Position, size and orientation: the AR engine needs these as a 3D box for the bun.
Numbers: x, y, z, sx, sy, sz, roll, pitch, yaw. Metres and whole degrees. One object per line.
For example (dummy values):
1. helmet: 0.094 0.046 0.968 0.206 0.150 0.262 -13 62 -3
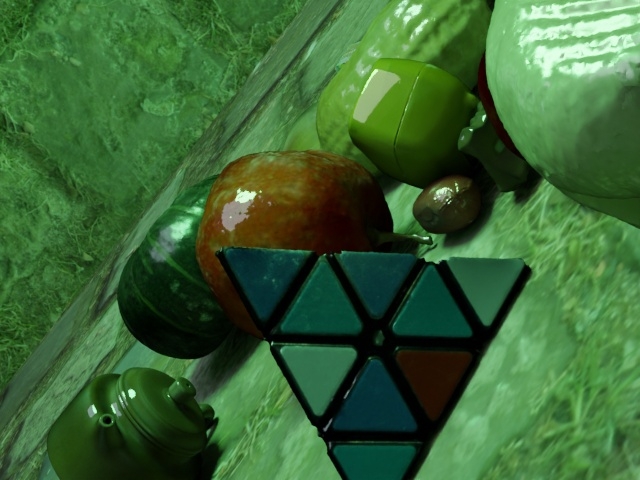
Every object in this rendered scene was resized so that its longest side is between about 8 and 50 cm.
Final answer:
1. bun: 0.280 -0.142 0.815 0.365 0.219 0.365 -32 28 19

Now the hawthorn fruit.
1. hawthorn fruit: 0.000 0.000 1.458 0.271 0.242 0.242 -4 43 31

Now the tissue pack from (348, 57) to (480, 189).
1. tissue pack: 0.117 -0.123 1.406 0.123 0.127 0.178 -67 -23 -5

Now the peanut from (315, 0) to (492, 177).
1. peanut: 0.098 -0.203 1.673 0.340 0.158 0.174 -46 17 25

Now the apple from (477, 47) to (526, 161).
1. apple: 0.217 -0.133 1.146 0.147 0.156 0.158 -56 -15 -11

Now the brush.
1. brush: 0.224 -0.168 1.361 0.071 0.084 0.301 -41 13 44

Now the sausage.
1. sausage: 0.134 -0.037 1.355 0.054 0.059 0.094 -33 4 -21

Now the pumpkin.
1. pumpkin: -0.160 0.035 1.861 0.300 0.207 0.300 -56 1 1

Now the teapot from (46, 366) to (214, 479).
1. teapot: -0.217 0.242 1.613 0.175 0.185 0.267 -44 -19 17

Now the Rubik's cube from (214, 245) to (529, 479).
1. Rubik's cube: 0.045 0.152 1.213 0.234 0.284 0.250 107 160 -73

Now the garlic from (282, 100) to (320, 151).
1. garlic: 0.029 -0.157 1.928 0.128 0.148 0.266 -14 -25 -42

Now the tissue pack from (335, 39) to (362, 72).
1. tissue pack: 0.095 -0.252 1.903 0.060 0.108 0.148 -55 15 -12
